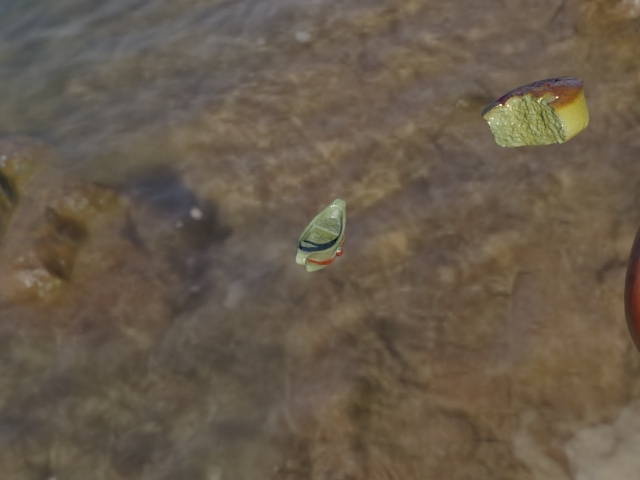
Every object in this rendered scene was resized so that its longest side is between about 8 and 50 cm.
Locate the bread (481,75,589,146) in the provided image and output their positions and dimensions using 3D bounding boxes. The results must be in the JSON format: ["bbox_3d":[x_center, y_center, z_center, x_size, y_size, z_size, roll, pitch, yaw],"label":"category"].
[{"bbox_3d":[0.333,-0.199,1.585,0.156,0.086,0.125,-4,27,43],"label":"bread"}]

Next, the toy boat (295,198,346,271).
[{"bbox_3d":[0.000,0.000,1.897,0.089,0.071,0.185,19,44,16],"label":"toy boat"}]

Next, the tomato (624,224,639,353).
[{"bbox_3d":[0.519,0.057,1.233,0.321,0.322,0.322,-4,42,4],"label":"tomato"}]
